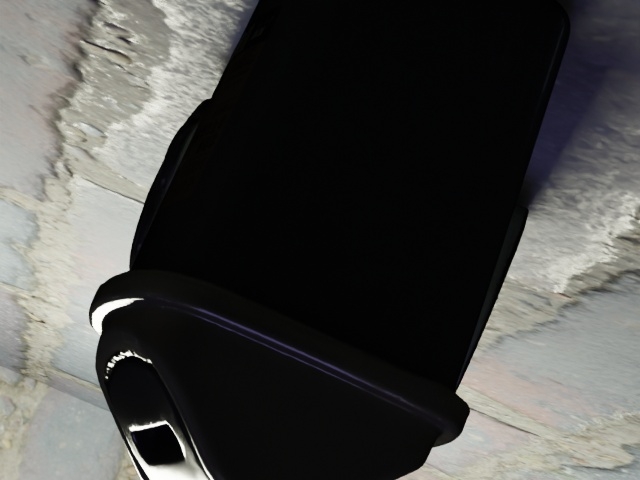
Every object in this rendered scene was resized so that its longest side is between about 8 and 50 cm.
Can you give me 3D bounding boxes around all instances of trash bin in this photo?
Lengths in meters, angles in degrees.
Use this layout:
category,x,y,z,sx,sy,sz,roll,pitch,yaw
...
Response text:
category,x,y,z,sx,sy,sz,roll,pitch,yaw
trash bin,0.000,0.000,0.962,0.182,0.290,0.209,25,166,-10

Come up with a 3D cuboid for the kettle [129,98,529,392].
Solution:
category,x,y,z,sx,sy,sz,roll,pitch,yaw
kettle,-0.006,0.018,1.282,0.236,0.161,0.221,22,161,2
